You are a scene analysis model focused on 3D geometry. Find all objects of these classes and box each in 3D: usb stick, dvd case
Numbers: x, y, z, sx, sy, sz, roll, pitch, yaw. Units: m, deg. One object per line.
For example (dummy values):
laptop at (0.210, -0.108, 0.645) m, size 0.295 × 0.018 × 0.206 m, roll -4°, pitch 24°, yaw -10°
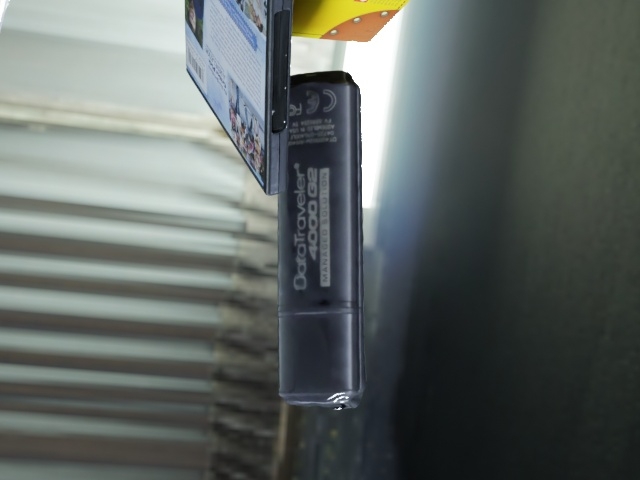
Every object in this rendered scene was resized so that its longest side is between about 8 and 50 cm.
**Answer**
usb stick at (0.000, 0.000, 1.370) m, size 0.045 × 0.077 × 0.278 m, roll 12°, pitch 76°, yaw -65°
dvd case at (-0.067, -0.183, 1.311) m, size 0.253 × 0.022 × 0.180 m, roll 93°, pitch -28°, yaw -44°

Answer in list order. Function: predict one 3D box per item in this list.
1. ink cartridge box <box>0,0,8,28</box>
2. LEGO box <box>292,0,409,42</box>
ink cartridge box at (-0.309, -0.200, 1.103) m, size 0.395 × 0.166 × 0.285 m, roll -108°, pitch -145°, yaw -84°
LEGO box at (0.049, -0.459, 1.406) m, size 0.500 × 0.193 × 0.372 m, roll -43°, pitch -124°, yaw 47°
